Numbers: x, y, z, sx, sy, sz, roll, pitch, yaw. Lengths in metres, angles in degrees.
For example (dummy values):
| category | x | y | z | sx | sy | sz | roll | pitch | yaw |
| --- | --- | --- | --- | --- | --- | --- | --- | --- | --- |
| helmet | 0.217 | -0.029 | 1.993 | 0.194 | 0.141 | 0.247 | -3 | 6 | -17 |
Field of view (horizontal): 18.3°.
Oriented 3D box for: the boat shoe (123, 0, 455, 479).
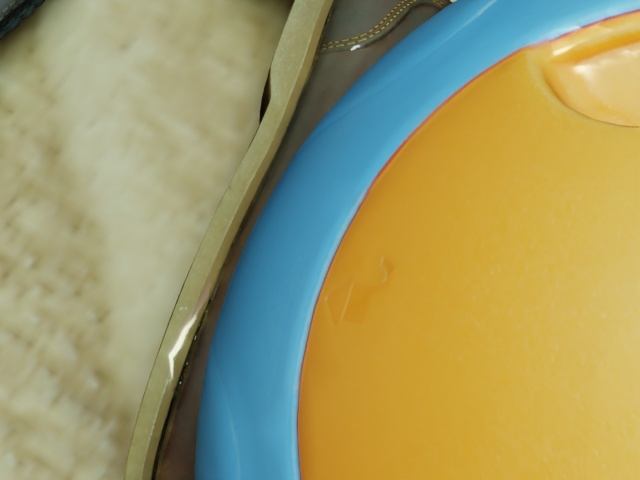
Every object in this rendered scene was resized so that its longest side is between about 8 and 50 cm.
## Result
| category | x | y | z | sx | sy | sz | roll | pitch | yaw |
| --- | --- | --- | --- | --- | --- | --- | --- | --- | --- |
| boat shoe | 0.000 | 0.000 | 0.642 | 0.073 | 0.073 | 0.207 | 19 | 68 | 4 |

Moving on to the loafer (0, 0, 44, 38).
| category | x | y | z | sx | sy | sz | roll | pitch | yaw |
| --- | --- | --- | --- | --- | --- | --- | --- | --- | --- |
| loafer | -0.205 | -0.035 | 0.640 | 0.302 | 0.095 | 0.109 | -32 | 44 | -21 |

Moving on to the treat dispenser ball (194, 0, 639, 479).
| category | x | y | z | sx | sy | sz | roll | pitch | yaw |
| --- | --- | --- | --- | --- | --- | --- | --- | --- | --- |
| treat dispenser ball | 0.111 | 0.060 | 0.513 | 0.288 | 0.288 | 0.288 | 2 | 68 | -5 |
